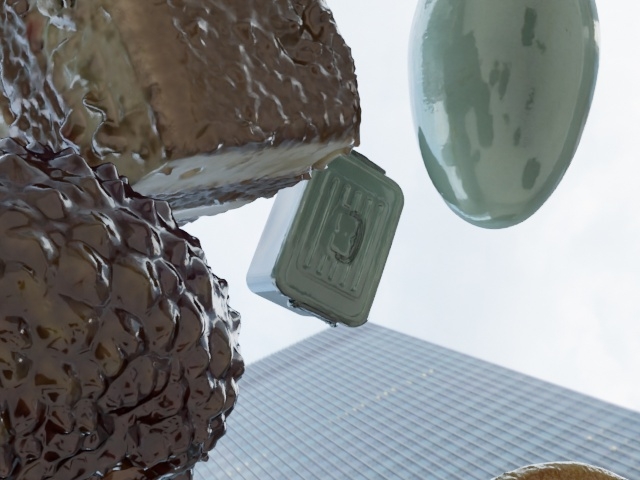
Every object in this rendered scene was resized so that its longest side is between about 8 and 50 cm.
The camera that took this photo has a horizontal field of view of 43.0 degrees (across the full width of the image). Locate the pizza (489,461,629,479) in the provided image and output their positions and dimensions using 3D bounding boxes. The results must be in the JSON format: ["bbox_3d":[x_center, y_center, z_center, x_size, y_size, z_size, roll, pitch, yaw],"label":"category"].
[{"bbox_3d":[0.348,0.366,1.117,0.271,0.134,0.056,0,-42,-17],"label":"pizza"}]

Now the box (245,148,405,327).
[{"bbox_3d":[0.000,0.000,1.161,0.163,0.135,0.243,27,-110,-26],"label":"box"}]

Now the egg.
[{"bbox_3d":[0.219,-0.198,0.993,0.230,0.230,0.370,-2,-80,-24],"label":"egg"}]

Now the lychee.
[{"bbox_3d":[-0.180,0.054,0.414,0.272,0.271,0.271,-2,-86,-24],"label":"lychee"}]

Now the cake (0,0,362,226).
[{"bbox_3d":[-0.158,-0.141,0.691,0.282,0.290,0.255,-15,-98,-50],"label":"cake"}]
